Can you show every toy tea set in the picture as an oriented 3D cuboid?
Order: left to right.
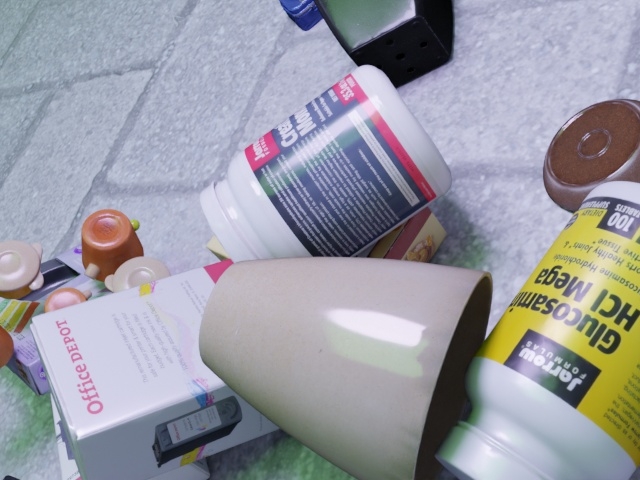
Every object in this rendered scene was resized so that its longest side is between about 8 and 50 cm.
[{"bbox_3d":[-0.387,0.085,1.338,0.336,0.124,0.200,-19,61,-16],"label":"toy tea set"}]

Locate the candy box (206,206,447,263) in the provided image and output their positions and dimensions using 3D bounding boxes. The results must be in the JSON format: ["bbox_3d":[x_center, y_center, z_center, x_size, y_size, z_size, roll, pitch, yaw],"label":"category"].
[{"bbox_3d":[0.000,0.000,1.270,0.316,0.087,0.183,21,71,44],"label":"candy box"}]

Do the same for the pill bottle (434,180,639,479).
[{"bbox_3d":[0.266,0.121,0.896,0.188,0.188,0.334,26,74,46],"label":"pill bottle"}]

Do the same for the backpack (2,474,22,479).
[{"bbox_3d":[-0.421,0.428,1.225,0.152,0.115,0.182,-5,54,49],"label":"backpack"}]

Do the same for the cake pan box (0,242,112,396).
[{"bbox_3d":[-0.408,0.111,1.438,0.245,0.070,0.267,-31,35,-29],"label":"cake pan box"}]

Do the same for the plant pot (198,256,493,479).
[{"bbox_3d":[0.017,0.121,0.973,0.274,0.256,0.256,16,65,19],"label":"plant pot"}]

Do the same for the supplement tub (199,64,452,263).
[{"bbox_3d":[0.007,-0.070,1.114,0.272,0.191,0.191,-35,43,7],"label":"supplement tub"}]

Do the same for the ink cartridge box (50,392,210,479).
[{"bbox_3d":[-0.272,0.267,1.250,0.172,0.100,0.237,-37,42,7],"label":"ink cartridge box"}]

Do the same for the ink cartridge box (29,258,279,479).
[{"bbox_3d":[-0.185,0.161,1.143,0.306,0.131,0.226,-18,41,-20],"label":"ink cartridge box"}]

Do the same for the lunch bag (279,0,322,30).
[{"bbox_3d":[-0.035,-0.445,1.674,0.067,0.065,0.098,-41,42,2],"label":"lunch bag"}]

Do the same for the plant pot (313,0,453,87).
[{"bbox_3d":[0.110,-0.351,1.417,0.188,0.187,0.167,-25,58,19],"label":"plant pot"}]

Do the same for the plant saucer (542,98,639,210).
[{"bbox_3d":[0.348,-0.114,1.123,0.168,0.029,0.168,-30,41,30],"label":"plant saucer"}]
